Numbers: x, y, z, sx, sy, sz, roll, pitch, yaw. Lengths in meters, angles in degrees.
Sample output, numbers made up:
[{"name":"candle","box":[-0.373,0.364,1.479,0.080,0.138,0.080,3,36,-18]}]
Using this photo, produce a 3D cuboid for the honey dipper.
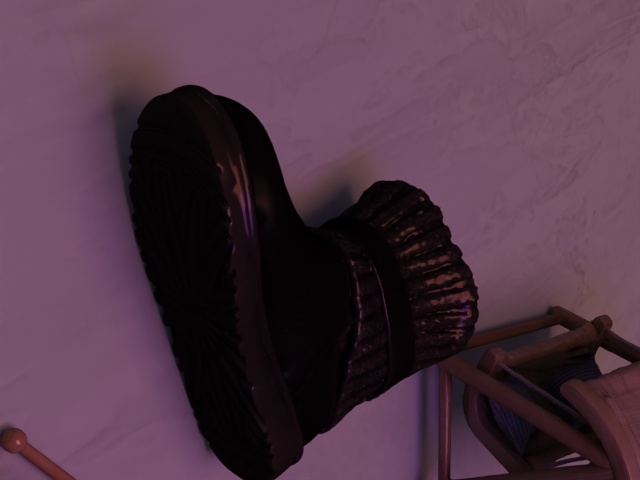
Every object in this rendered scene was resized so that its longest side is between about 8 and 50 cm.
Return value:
[{"name":"honey dipper","box":[-0.178,0.186,0.938,0.160,0.030,0.030,49,61,-37]}]

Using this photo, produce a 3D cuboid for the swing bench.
[{"name":"swing bench","box":[0.268,0.175,1.248,0.253,0.255,0.165,-10,103,-46]}]

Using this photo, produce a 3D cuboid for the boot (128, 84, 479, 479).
[{"name":"boot","box":[-0.003,0.000,1.019,0.260,0.131,0.348,-32,129,-32]}]
